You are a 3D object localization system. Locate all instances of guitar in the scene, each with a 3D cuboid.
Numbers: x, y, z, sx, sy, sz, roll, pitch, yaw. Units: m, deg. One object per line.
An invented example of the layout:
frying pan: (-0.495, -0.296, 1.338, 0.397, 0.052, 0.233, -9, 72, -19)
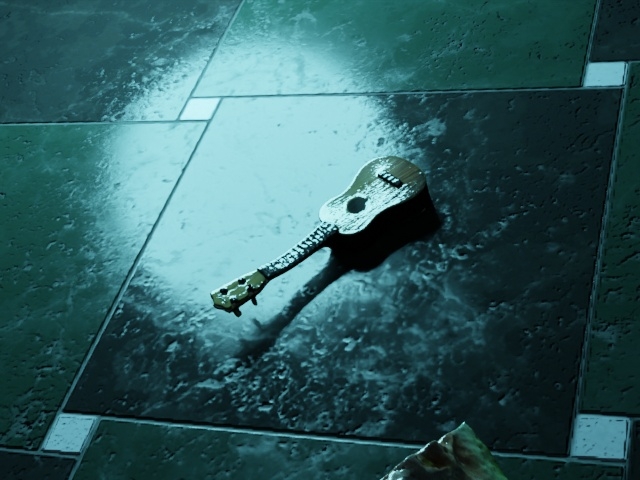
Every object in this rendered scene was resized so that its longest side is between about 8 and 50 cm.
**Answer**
guitar: (0.000, 0.002, 1.176, 0.271, 0.038, 0.084, -36, 44, -22)

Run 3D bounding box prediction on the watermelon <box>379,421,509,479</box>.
watermelon: (0.066, 0.261, 0.848, 0.231, 0.128, 0.146, -43, 71, 0)
